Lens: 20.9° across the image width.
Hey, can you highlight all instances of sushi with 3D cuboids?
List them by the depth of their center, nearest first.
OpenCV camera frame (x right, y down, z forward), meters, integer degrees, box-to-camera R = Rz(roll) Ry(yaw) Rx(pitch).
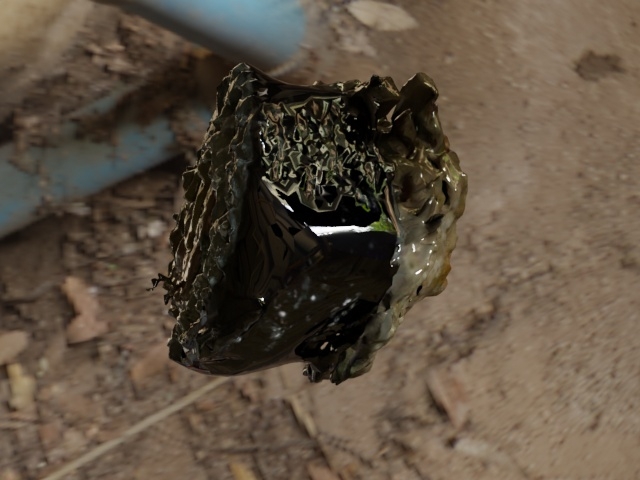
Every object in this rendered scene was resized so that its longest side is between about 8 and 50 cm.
[{"bbox_3d":[0.005,0.001,1.261,0.238,0.219,0.225,-34,48,55],"label":"sushi"}]
